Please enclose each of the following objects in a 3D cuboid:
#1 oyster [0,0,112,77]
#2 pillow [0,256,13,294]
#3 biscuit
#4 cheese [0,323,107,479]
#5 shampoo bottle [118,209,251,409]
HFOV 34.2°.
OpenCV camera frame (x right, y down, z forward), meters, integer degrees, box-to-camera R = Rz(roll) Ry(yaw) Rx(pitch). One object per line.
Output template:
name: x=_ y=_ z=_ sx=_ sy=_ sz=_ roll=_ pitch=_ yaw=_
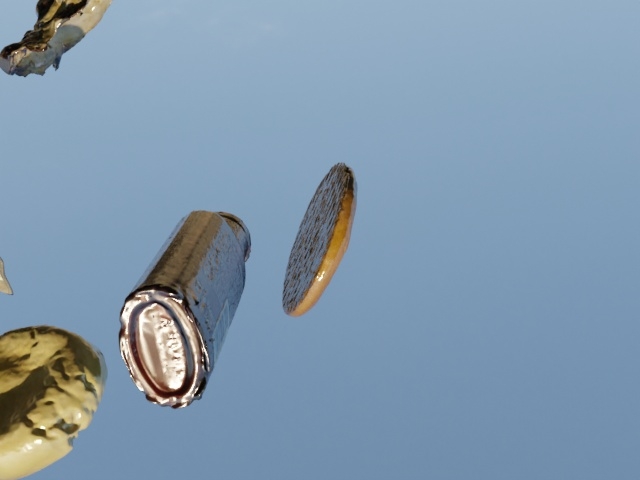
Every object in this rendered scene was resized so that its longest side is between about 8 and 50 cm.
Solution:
oyster: x=-0.394 y=-0.409 z=1.717 sx=0.361 sy=0.096 sz=0.221 roll=-46 pitch=-166 yaw=10
pillow: x=-0.537 y=0.001 z=1.520 sx=0.218 sy=0.130 sz=0.033 roll=30 pitch=-121 yaw=17
biscuit: x=0.001 y=0.000 z=1.649 sx=0.037 sy=0.262 sz=0.262 roll=20 pitch=-145 yaw=-12
cheese: x=-0.406 y=0.224 z=1.436 sx=0.226 sy=0.117 sz=0.214 roll=-8 pitch=-130 yaw=34
shampoo bottle: x=-0.130 y=0.048 z=1.084 sx=0.084 sy=0.129 sz=0.323 roll=-12 pitch=-162 yaw=8
